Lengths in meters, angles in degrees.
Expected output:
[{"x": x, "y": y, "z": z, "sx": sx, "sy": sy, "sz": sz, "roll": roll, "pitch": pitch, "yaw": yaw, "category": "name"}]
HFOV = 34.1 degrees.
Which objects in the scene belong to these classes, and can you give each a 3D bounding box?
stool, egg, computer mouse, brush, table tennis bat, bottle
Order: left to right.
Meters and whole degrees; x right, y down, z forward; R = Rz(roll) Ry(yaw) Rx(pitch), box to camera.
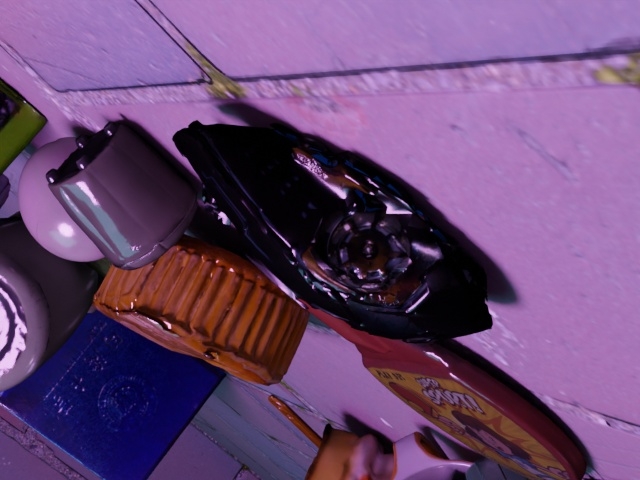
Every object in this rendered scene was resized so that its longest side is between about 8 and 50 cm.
[{"x": -0.347, "y": 0.052, "z": 1.228, "sx": 0.168, "sy": 0.168, "sz": 0.347, "roll": 38, "pitch": -169, "yaw": -4, "category": "bottle"}, {"x": -0.224, "y": -0.038, "z": 0.962, "sx": 0.103, "sy": 0.103, "sz": 0.135, "roll": 54, "pitch": -177, "yaw": -46, "category": "egg"}, {"x": -0.164, "y": -0.038, "z": 0.869, "sx": 0.110, "sy": 0.096, "sz": 0.096, "roll": 48, "pitch": 161, "yaw": -24, "category": "stool"}, {"x": 0.000, "y": 0.000, "z": 0.659, "sx": 0.241, "sy": 0.077, "sz": 0.146, "roll": 33, "pitch": 162, "yaw": 16, "category": "computer mouse"}, {"x": 0.002, "y": 0.342, "z": 1.741, "sx": 0.090, "sy": 0.017, "sz": 0.314, "roll": 15, "pitch": 153, "yaw": 47, "category": "brush"}, {"x": 0.092, "y": 0.111, "z": 0.861, "sx": 0.310, "sy": 0.038, "sz": 0.200, "roll": 38, "pitch": 164, "yaw": -15, "category": "table tennis bat"}]

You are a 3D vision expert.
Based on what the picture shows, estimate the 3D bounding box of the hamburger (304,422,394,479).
[{"x": 0.057, "y": 0.398, "z": 1.332, "sx": 0.236, "sy": 0.276, "sz": 0.276, "roll": 23, "pitch": 163, "yaw": 4, "category": "hamburger"}]

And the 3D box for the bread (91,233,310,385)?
[{"x": -0.107, "y": 0.057, "z": 0.977, "sx": 0.199, "sy": 0.104, "sz": 0.199, "roll": 23, "pitch": 170, "yaw": 5, "category": "bread"}]

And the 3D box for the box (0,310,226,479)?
[{"x": -0.349, "y": 0.239, "z": 1.740, "sx": 0.279, "sy": 0.261, "sz": 0.116, "roll": 40, "pitch": 167, "yaw": -10, "category": "box"}]

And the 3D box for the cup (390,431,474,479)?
[{"x": 0.155, "y": 0.327, "z": 1.128, "sx": 0.264, "sy": 0.182, "sz": 0.226, "roll": 46, "pitch": -161, "yaw": -60, "category": "cup"}]

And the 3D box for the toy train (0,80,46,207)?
[{"x": -0.444, "y": -0.136, "z": 1.063, "sx": 0.307, "sy": 0.173, "sz": 0.249, "roll": 41, "pitch": 158, "yaw": -15, "category": "toy train"}]

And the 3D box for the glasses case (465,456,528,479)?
[{"x": 0.194, "y": 0.285, "z": 0.959, "sx": 0.078, "sy": 0.039, "sz": 0.184, "roll": 91, "pitch": 155, "yaw": -69, "category": "glasses case"}]

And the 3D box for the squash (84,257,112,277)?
[{"x": -0.214, "y": 0.034, "z": 1.211, "sx": 0.068, "sy": 0.077, "sz": 0.219, "roll": -30, "pitch": 116, "yaw": 26, "category": "squash"}]
